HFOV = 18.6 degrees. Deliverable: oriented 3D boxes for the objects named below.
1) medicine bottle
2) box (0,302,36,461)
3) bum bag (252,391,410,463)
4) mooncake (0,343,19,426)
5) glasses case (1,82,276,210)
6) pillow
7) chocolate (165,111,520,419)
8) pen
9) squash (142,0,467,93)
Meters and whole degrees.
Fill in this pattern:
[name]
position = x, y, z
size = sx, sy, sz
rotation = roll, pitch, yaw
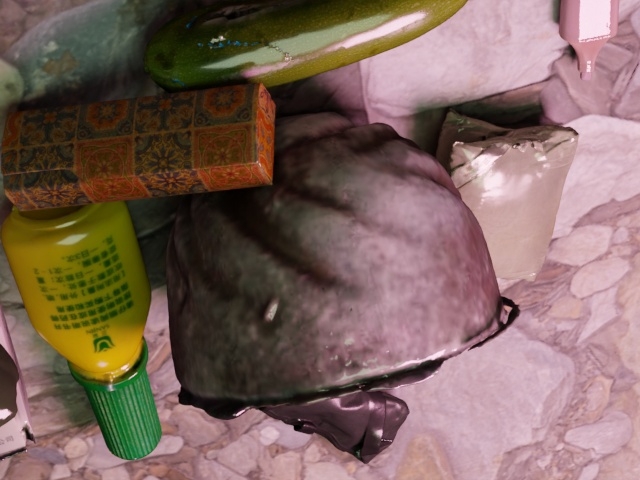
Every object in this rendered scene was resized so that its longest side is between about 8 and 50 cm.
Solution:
[medicine bottle]
position = -0.197, 0.080, 1.736
size = 0.111, 0.076, 0.309
rotation = -14, 130, -2
[box]
position = -0.419, 0.121, 1.639
size = 0.333, 0.145, 0.173
rotation = -18, 133, -6
[bum bag]
position = 0.008, 0.166, 1.902
size = 0.198, 0.049, 0.087
rotation = 28, 118, -36
[mooncake]
position = -0.317, 0.148, 1.539
size = 0.168, 0.104, 0.175
rotation = -14, 134, -17
[glasses case]
position = -0.147, -0.076, 1.571
size = 0.218, 0.075, 0.049
rotation = -5, 153, 15
[pillow]
position = 0.155, -0.029, 1.782
size = 0.134, 0.078, 0.181
rotation = -1, 129, -20
[chocolate]
position = 0.000, 0.000, 1.640
size = 0.303, 0.303, 0.213
rotation = -16, 100, -8
[pen]
position = 0.235, -0.222, 1.689
size = 0.053, 0.032, 0.197
rotation = -11, 128, -13
[squash]
position = 0.016, -0.185, 1.601
size = 0.331, 0.087, 0.087
rotation = -19, 131, -8
